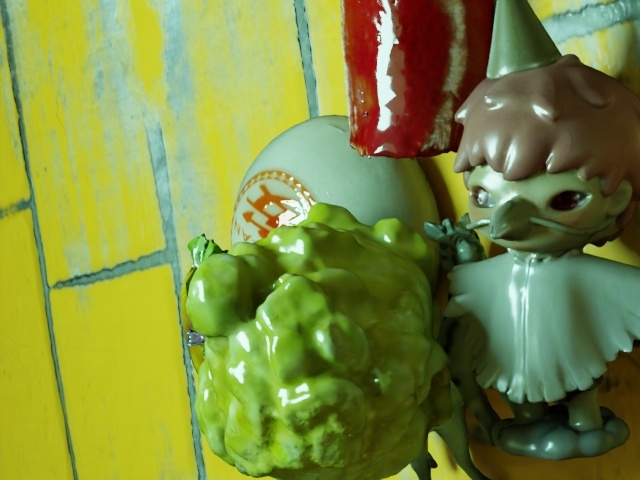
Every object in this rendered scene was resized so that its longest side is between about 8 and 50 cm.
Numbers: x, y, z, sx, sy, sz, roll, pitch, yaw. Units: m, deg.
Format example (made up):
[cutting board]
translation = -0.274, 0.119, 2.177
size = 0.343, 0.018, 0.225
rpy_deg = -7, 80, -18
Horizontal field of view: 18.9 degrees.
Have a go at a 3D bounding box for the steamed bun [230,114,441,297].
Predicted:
[steamed bun]
translation = 0.000, 0.000, 1.782
size = 0.232, 0.145, 0.232
rpy_deg = 16, 109, 55

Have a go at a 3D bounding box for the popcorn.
[popcorn]
translation = -0.005, 0.100, 1.570
size = 0.235, 0.250, 0.242
rpy_deg = -32, 82, 18

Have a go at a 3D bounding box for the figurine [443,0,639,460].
[figurine]
translation = 0.177, -0.026, 1.496
size = 0.207, 0.166, 0.387
rpy_deg = 4, 103, 39

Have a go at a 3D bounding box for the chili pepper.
[chili pepper]
translation = 0.076, -0.240, 1.636
size = 0.134, 0.131, 0.338
rpy_deg = -139, 43, -78

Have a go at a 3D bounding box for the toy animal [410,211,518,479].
[toy animal]
translation = 0.131, 0.118, 1.670
size = 0.170, 0.090, 0.255
rpy_deg = 51, 133, 45

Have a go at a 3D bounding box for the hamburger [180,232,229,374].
[hamburger]
translation = -0.077, 0.079, 1.915
size = 0.164, 0.093, 0.189
rpy_deg = -78, -29, -58
